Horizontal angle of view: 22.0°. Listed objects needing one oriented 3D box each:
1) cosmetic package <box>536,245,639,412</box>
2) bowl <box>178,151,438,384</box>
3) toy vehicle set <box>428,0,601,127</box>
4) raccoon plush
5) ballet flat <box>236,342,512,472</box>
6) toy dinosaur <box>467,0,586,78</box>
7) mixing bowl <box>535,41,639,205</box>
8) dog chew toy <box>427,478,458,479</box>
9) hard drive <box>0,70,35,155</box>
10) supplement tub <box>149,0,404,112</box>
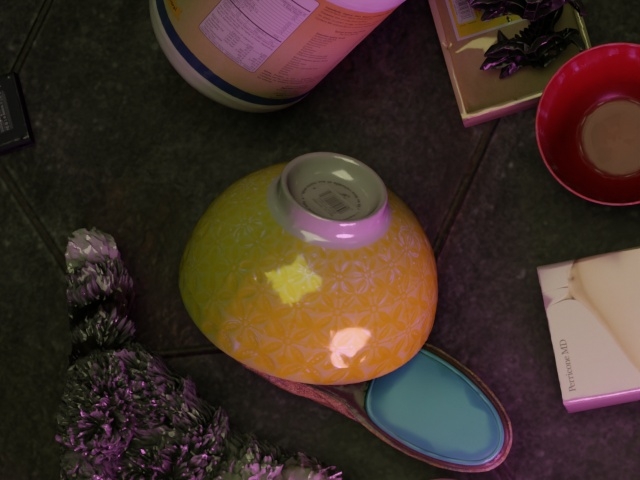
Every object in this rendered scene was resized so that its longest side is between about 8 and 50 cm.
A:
[{"bbox_3d":[0.401,0.079,1.778,0.309,0.113,0.160,-13,78,8],"label":"cosmetic package"},{"bbox_3d":[0.000,0.000,1.770,0.289,0.156,0.289,8,42,-8],"label":"bowl"},{"bbox_3d":[0.211,-0.282,1.920,0.166,0.035,0.267,-16,77,8],"label":"toy vehicle set"},{"bbox_3d":[-0.132,0.174,1.829,0.299,0.216,0.446,-7,78,2],"label":"raccoon plush"},{"bbox_3d":[0.053,0.152,1.831,0.348,0.123,0.123,24,85,8],"label":"ballet flat"},{"bbox_3d":[0.230,-0.324,1.836,0.322,0.164,0.218,-11,60,30],"label":"toy dinosaur"},{"bbox_3d":[0.333,-0.123,1.832,0.181,0.098,0.181,-1,84,10],"label":"mixing bowl"},{"bbox_3d":[0.138,0.418,1.730,0.206,0.206,0.332,-7,71,10],"label":"dog chew toy"},{"bbox_3d":[-0.427,-0.143,2.028,0.135,0.022,0.094,-18,77,7],"label":"hard drive"},{"bbox_3d":[-0.023,-0.308,1.805,0.316,0.228,0.228,-40,70,44],"label":"supplement tub"}]
